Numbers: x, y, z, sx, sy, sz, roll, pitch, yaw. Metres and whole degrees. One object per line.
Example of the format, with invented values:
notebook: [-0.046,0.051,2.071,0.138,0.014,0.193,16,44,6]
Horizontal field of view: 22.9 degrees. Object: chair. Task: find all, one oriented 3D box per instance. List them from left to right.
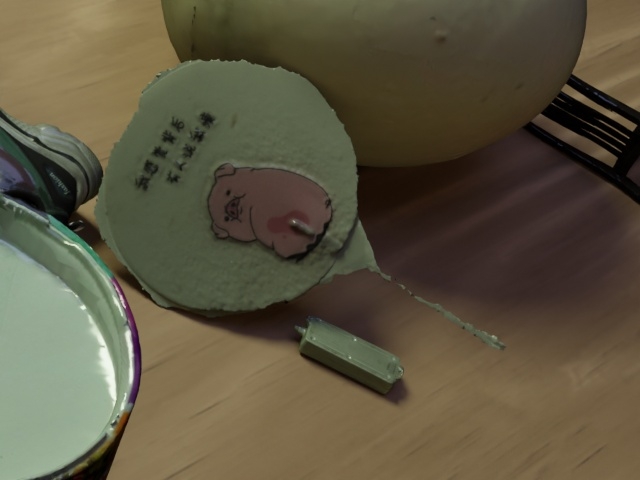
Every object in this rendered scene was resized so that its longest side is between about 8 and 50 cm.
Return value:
chair: [0.265,-0.108,1.381,0.212,0.084,0.101,36,45,4]

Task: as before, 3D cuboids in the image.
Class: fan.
fan: [0.000,0.000,1.076,0.310,0.182,0.010,29,3,-12]

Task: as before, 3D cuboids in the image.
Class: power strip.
power strip: [0.018,0.078,1.100,0.083,0.017,0.027,27,41,-8]

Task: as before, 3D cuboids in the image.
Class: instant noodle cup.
instant noodle cup: [-0.214,0.096,0.811,0.251,0.190,0.251,17,44,-17]

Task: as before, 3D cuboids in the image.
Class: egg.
egg: [0.042,-0.193,1.174,0.345,0.283,0.283,23,42,-23]

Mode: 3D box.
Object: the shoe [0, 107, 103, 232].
shoe: [-0.229,-0.041,1.026,0.169,0.071,0.099,24,47,-13]
